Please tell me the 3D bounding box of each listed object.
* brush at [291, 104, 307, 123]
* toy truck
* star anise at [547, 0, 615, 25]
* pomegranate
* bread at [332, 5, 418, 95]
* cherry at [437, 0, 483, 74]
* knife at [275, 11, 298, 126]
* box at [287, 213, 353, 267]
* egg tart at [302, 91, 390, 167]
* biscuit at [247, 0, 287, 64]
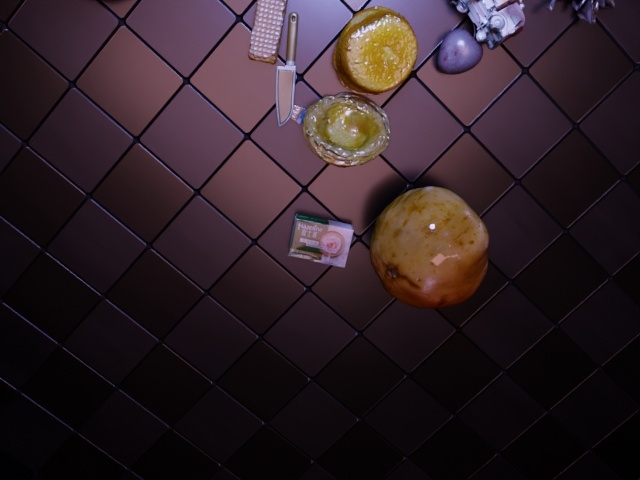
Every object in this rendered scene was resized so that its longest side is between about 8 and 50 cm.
[{"bbox_3d":[-0.024,-0.373,1.886,0.164,0.014,0.051,31,105,-11],"label":"brush"},{"bbox_3d":[0.475,-0.696,1.710,0.135,0.114,0.271,-33,92,-12],"label":"toy truck"},{"bbox_3d":[0.773,-0.739,1.753,0.231,0.089,0.209,-2,95,-7],"label":"star anise"},{"bbox_3d":[0.355,0.010,1.857,0.409,0.410,0.411,0,107,-1],"label":"pomegranate"},{"bbox_3d":[0.169,-0.554,1.767,0.268,0.146,0.269,-2,109,-5],"label":"bread"},{"bbox_3d":[0.396,-0.588,1.789,0.188,0.115,0.148,44,142,-7],"label":"cherry"},{"bbox_3d":[-0.106,-0.522,1.830,0.061,0.027,0.343,4,104,-2],"label":"knife"},{"bbox_3d":[0.000,0.000,1.968,0.198,0.081,0.135,10,106,-7],"label":"box"},{"bbox_3d":[0.079,-0.329,1.814,0.288,0.288,0.118,5,151,-3],"label":"egg tart"},{"bbox_3d":[-0.141,-0.720,1.754,0.094,0.054,0.379,11,107,-3],"label":"biscuit"}]
